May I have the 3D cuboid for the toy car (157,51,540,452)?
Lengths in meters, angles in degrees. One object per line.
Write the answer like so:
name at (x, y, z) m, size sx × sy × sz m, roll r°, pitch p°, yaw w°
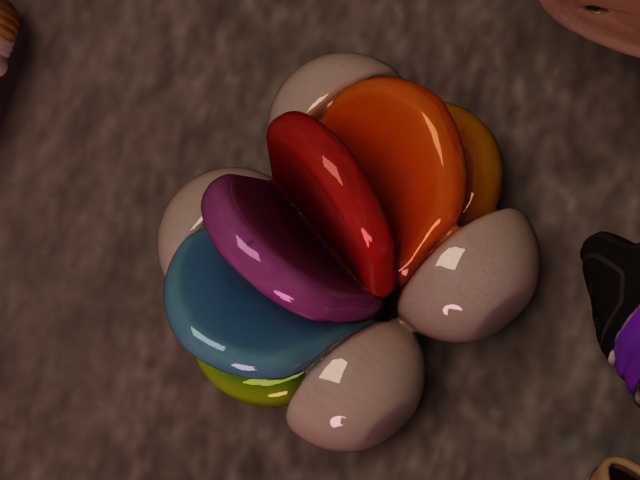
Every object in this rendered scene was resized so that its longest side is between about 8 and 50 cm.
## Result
toy car at (0.000, 0.000, 0.726) m, size 0.182 × 0.136 × 0.159 m, roll -45°, pitch 68°, yaw 9°

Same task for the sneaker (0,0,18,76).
sneaker at (-0.320, -0.106, 0.893) m, size 0.296 × 0.112 × 0.131 m, roll 12°, pitch 85°, yaw 25°

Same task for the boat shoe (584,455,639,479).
boat shoe at (0.178, 0.164, 0.645) m, size 0.190 × 0.072 × 0.068 m, roll 38°, pitch 56°, yaw 23°

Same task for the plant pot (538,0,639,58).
plant pot at (0.167, -0.173, 0.606) m, size 0.284 × 0.284 × 0.191 m, roll 10°, pitch 82°, yaw 24°

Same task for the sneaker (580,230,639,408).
sneaker at (0.234, -0.035, 0.654) m, size 0.293 × 0.102 × 0.146 m, roll -35°, pitch 68°, yaw 13°
